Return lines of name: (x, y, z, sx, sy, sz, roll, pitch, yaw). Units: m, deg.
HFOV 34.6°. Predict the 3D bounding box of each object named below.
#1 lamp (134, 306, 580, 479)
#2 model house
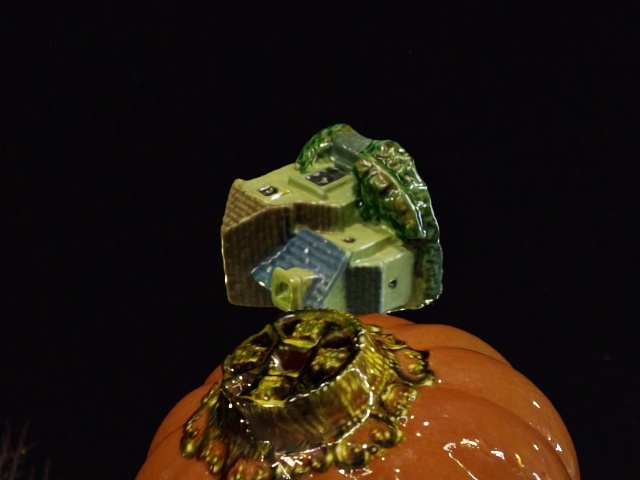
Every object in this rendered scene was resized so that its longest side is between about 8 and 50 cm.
lamp: (0.014, 0.130, 0.492, 0.223, 0.223, 0.196, -19, -64, 1)
model house: (0.000, 0.000, 1.126, 0.189, 0.214, 0.195, -24, -51, -32)
